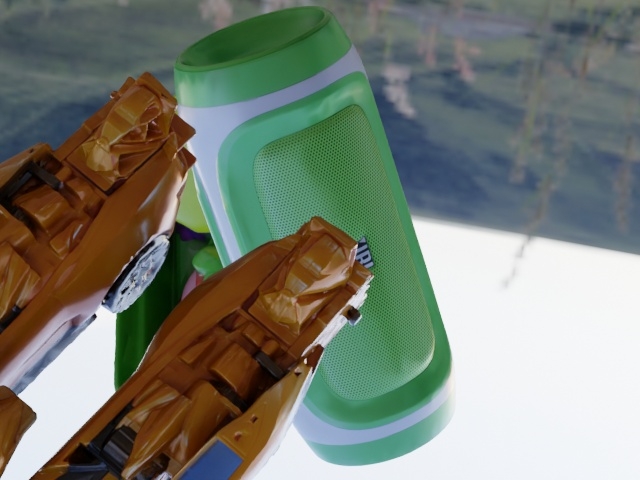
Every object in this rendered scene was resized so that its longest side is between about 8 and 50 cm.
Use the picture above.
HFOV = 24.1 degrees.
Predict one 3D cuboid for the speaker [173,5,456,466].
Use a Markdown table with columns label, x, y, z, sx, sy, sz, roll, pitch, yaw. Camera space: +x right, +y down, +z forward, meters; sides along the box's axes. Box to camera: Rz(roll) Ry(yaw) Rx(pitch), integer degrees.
| label | x | y | z | sx | sy | sz | roll | pitch | yaw |
| --- | --- | --- | --- | --- | --- | --- | --- | --- | --- |
| speaker | 0.000 | 0.000 | 1.009 | 0.131 | 0.296 | 0.131 | -16 | -158 | 7 |

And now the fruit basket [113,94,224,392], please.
| label | x | y | z | sx | sy | sz | roll | pitch | yaw |
| --- | --- | --- | --- | --- | --- | --- | --- | --- | --- |
| fruit basket | -0.095 | -0.036 | 1.489 | 0.283 | 0.392 | 0.392 | -19 | 178 | 19 |

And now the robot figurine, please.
| label | x | y | z | sx | sy | sz | roll | pitch | yaw |
| --- | --- | --- | --- | --- | --- | --- | --- | --- | --- |
| robot figurine | -0.125 | 0.075 | 0.615 | 0.211 | 0.291 | 0.085 | 38 | 160 | 11 |
